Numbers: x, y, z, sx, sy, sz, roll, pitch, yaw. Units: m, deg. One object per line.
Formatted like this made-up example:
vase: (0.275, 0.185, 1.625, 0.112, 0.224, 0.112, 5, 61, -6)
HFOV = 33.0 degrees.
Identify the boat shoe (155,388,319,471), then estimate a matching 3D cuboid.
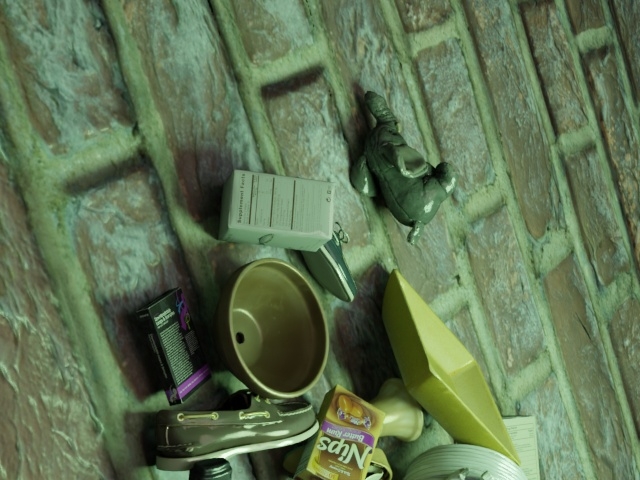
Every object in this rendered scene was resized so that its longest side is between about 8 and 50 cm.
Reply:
boat shoe: (-0.131, 0.297, 1.773, 0.324, 0.116, 0.097, -7, 90, -42)

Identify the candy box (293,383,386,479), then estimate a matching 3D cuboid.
candy box: (0.036, 0.357, 1.884, 0.109, 0.053, 0.187, 32, 49, -11)

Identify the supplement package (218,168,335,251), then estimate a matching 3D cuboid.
supplement package: (-0.076, -0.049, 1.848, 0.179, 0.105, 0.105, 7, 76, -13)

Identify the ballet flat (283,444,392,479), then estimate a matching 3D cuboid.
ballet flat: (0.040, 0.406, 1.938, 0.232, 0.080, 0.073, 7, 34, -39)

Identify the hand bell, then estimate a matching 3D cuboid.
hand bell: (0.060, 0.344, 1.996, 0.242, 0.126, 0.126, -12, 92, -37)

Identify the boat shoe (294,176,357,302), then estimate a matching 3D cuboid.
boat shoe: (0.000, 0.000, 1.989, 0.079, 0.095, 0.254, -44, 106, -30)

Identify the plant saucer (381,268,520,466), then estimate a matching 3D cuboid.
plant saucer: (0.235, 0.262, 2.109, 0.333, 0.081, 0.333, 47, 15, -30)

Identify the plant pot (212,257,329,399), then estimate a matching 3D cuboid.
plant pot: (-0.102, 0.155, 1.821, 0.237, 0.109, 0.237, 21, 61, -42)

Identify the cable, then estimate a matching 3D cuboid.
cable: (0.278, 0.492, 2.078, 0.257, 0.257, 0.089, 45, 43, -30)

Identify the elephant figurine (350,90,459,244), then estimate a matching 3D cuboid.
elephant figurine: (0.142, -0.149, 2.149, 0.169, 0.186, 0.239, -46, 112, 6)

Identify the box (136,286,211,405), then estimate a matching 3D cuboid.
box: (-0.232, 0.167, 1.723, 0.116, 0.029, 0.162, -37, 112, -66)

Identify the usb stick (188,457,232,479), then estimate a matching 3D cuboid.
usb stick: (-0.181, 0.471, 1.669, 0.077, 0.045, 0.278, -3, 105, -41)

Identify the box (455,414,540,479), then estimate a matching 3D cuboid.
box: (0.378, 0.526, 2.273, 0.148, 0.121, 0.311, 7, 78, -47)
